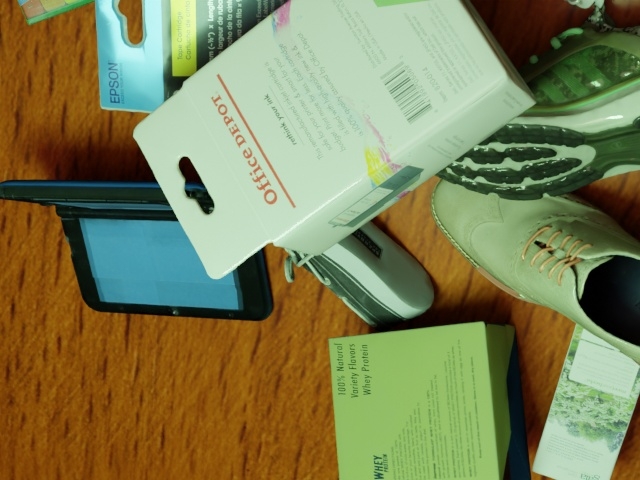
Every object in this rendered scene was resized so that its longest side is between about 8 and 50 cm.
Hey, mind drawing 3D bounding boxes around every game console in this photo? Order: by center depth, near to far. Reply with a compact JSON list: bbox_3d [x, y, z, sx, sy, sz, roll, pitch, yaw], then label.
[{"bbox_3d":[-0.235,0.016,1.572,0.293,0.250,0.173,1,88,20],"label":"game console"}]

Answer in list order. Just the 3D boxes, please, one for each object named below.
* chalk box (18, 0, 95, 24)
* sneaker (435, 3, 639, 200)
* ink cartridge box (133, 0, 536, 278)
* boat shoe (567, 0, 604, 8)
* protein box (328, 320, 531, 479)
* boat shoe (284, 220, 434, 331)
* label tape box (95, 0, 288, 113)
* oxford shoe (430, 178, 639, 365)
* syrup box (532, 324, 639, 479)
[{"bbox_3d":[-0.279,-0.334,1.384,0.132,0.213,0.132,-12,110,26],"label":"chalk box"},{"bbox_3d":[0.276,-0.162,1.301,0.410,0.182,0.158,-6,148,18],"label":"sneaker"},{"bbox_3d":[0.008,-0.127,1.229,0.353,0.119,0.207,-35,72,16],"label":"ink cartridge box"},{"bbox_3d":[0.282,-0.283,1.267,0.258,0.095,0.084,3,111,21],"label":"boat shoe"},{"bbox_3d":[0.134,0.209,1.494,0.201,0.136,0.199,-8,80,24],"label":"protein box"},{"bbox_3d":[0.001,-0.002,1.504,0.306,0.113,0.105,39,129,-19],"label":"boat shoe"},{"bbox_3d":[-0.066,-0.267,1.334,0.348,0.115,0.249,1,117,-1],"label":"label tape box"},{"bbox_3d":[0.279,0.017,1.334,0.397,0.146,0.140,31,90,26],"label":"oxford shoe"},{"bbox_3d":[0.335,0.181,1.473,0.093,0.096,0.236,18,121,14],"label":"syrup box"}]
